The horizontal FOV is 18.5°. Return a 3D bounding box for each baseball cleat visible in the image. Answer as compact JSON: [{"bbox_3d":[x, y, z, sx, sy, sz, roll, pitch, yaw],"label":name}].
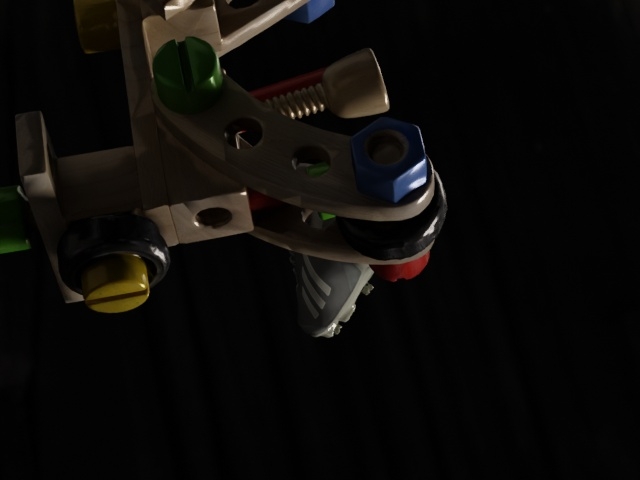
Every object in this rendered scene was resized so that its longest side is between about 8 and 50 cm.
[{"bbox_3d":[0.000,0.000,1.431,0.109,0.072,0.206,32,148,-1],"label":"baseball cleat"}]

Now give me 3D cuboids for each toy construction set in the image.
[{"bbox_3d":[-0.076,-0.071,1.099,0.237,0.257,0.309,-18,174,-1],"label":"toy construction set"}]
